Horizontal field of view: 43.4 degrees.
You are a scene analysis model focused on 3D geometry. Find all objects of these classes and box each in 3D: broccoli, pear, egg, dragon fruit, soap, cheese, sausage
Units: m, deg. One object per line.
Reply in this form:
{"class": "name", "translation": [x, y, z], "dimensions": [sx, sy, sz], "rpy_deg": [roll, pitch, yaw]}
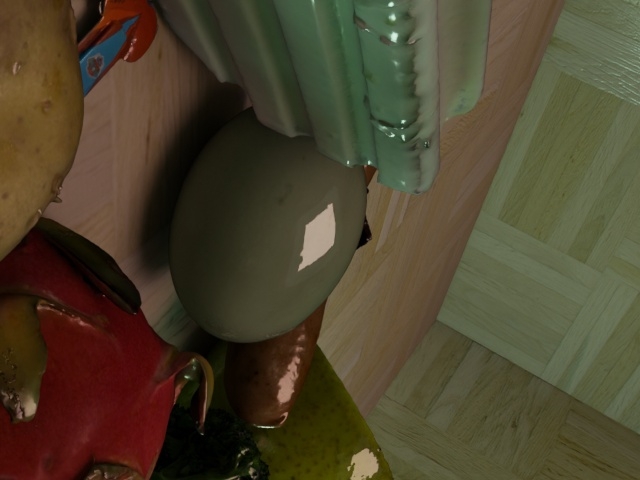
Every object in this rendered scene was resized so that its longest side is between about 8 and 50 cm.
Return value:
{"class": "broccoli", "translation": [-0.188, 0.313, 0.892], "dimensions": [0.298, 0.297, 0.297], "rpy_deg": [-58, 160, -10]}
{"class": "pear", "translation": [-0.103, 0.277, 1.144], "dimensions": [0.318, 0.342, 0.239], "rpy_deg": [-33, 144, -6]}
{"class": "egg", "translation": [-0.058, -0.019, 0.878], "dimensions": [0.283, 0.202, 0.203], "rpy_deg": [-67, 163, 13]}
{"class": "dragon fruit", "translation": [-0.222, 0.153, 0.646], "dimensions": [0.305, 0.225, 0.305], "rpy_deg": [-50, 159, -27]}
{"class": "soap", "translation": [-0.008, -0.221, 0.590], "dimensions": [0.156, 0.261, 0.446], "rpy_deg": [-57, 162, -11]}
{"class": "cheese", "translation": [-0.204, -0.101, 0.606], "dimensions": [0.256, 0.037, 0.106], "rpy_deg": [-56, 164, -21]}
{"class": "sausage", "translation": [-0.022, -0.006, 1.055], "dimensions": [0.123, 0.136, 0.501], "rpy_deg": [72, 37, -69]}

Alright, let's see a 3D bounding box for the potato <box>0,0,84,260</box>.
{"class": "potato", "translation": [-0.208, -0.109, 0.396], "dimensions": [0.191, 0.141, 0.296], "rpy_deg": [-49, 154, -51]}

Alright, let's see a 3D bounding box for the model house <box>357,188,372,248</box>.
{"class": "model house", "translation": [-0.010, -0.001, 1.250], "dimensions": [0.203, 0.141, 0.164], "rpy_deg": [-50, -160, 55]}
